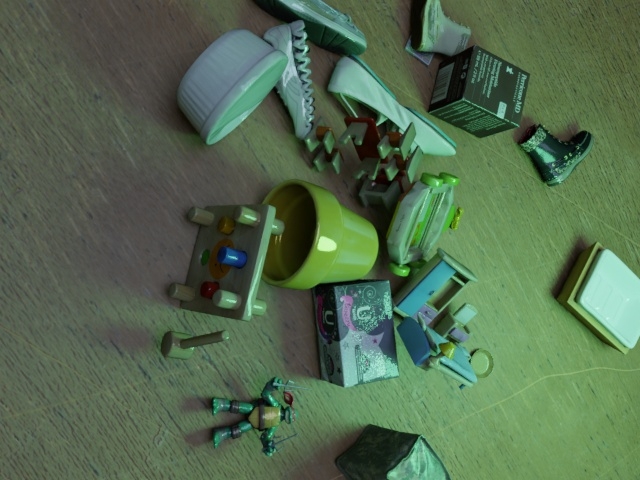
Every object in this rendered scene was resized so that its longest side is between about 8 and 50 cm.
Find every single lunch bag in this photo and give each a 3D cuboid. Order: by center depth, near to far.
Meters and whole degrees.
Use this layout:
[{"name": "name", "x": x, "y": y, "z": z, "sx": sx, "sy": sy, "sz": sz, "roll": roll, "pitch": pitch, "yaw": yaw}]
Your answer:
[{"name": "lunch bag", "x": 0.213, "y": 0.620, "z": 1.593, "sx": 0.169, "sy": 0.235, "sz": 0.287, "roll": -41, "pitch": 103, "yaw": -27}]

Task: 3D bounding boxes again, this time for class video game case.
[{"name": "video game case", "x": 0.296, "y": -0.572, "z": 1.836, "sx": 0.087, "sy": 0.011, "sz": 0.122, "roll": 30, "pitch": 74, "yaw": -20}]

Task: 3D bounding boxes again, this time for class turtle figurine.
[{"name": "turtle figurine", "x": -0.136, "y": 0.417, "z": 1.513, "sx": 0.234, "sy": 0.118, "sz": 0.175, "roll": -3, "pitch": 73, "yaw": -10}]

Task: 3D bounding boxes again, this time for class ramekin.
[{"name": "ramekin", "x": -0.209, "y": -0.356, "z": 1.459, "sx": 0.127, "sy": 0.273, "sz": 0.273, "roll": 43, "pitch": 70, "yaw": -3}]

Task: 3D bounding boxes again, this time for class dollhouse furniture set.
[{"name": "dollhouse furniture set", "x": 0.353, "y": 0.219, "z": 1.599, "sx": 0.286, "sy": 0.303, "sz": 0.198, "roll": 33, "pitch": 109, "yaw": -28}, {"name": "dollhouse furniture set", "x": 0.131, "y": -0.210, "z": 1.620, "sx": 0.135, "sy": 0.262, "sz": 0.259, "roll": -61, "pitch": 145, "yaw": -29}]

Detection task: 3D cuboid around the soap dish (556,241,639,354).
[{"name": "soap dish", "x": 0.885, "y": 0.179, "z": 1.998, "sx": 0.291, "sy": 0.118, "sz": 0.229, "roll": 39, "pitch": 72, "yaw": -17}]

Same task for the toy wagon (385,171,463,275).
[{"name": "toy wagon", "x": 0.284, "y": -0.051, "z": 1.703, "sx": 0.344, "sy": 0.068, "sz": 0.267, "roll": -12, "pitch": 125, "yaw": -58}]

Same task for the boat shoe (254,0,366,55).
[{"name": "boat shoe", "x": -0.014, "y": -0.582, "z": 1.639, "sx": 0.320, "sy": 0.118, "sz": 0.103, "roll": 26, "pitch": 79, "yaw": -14}]

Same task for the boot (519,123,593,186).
[{"name": "boot", "x": 0.727, "y": -0.303, "z": 1.977, "sx": 0.178, "sy": 0.085, "sz": 0.236, "roll": 47, "pitch": 70, "yaw": -13}]

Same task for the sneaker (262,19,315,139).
[{"name": "sneaker", "x": -0.075, "y": -0.396, "z": 1.614, "sx": 0.118, "sy": 0.110, "sz": 0.292, "roll": -7, "pitch": 96, "yaw": 0}]

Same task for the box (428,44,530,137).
[{"name": "box", "x": 0.444, "y": -0.413, "z": 1.807, "sx": 0.203, "sy": 0.167, "sz": 0.168, "roll": 18, "pitch": 79, "yaw": -23}]

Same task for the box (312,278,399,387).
[{"name": "box", "x": 0.085, "y": 0.227, "z": 1.612, "sx": 0.163, "sy": 0.142, "sz": 0.247, "roll": -5, "pitch": 88, "yaw": -25}]

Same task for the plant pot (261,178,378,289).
[{"name": "plant pot", "x": 0.000, "y": 0.000, "z": 1.546, "sx": 0.239, "sy": 0.254, "sz": 0.254, "roll": 12, "pitch": 81, "yaw": -40}]

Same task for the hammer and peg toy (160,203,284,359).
[{"name": "hammer and peg toy", "x": -0.216, "y": 0.096, "z": 1.419, "sx": 0.127, "sy": 0.266, "sz": 0.361, "roll": 21, "pitch": 76, "yaw": -41}]

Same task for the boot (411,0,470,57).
[{"name": "boot", "x": 0.345, "y": -0.625, "z": 1.814, "sx": 0.165, "sy": 0.077, "sz": 0.213, "roll": 7, "pitch": 89, "yaw": -24}]

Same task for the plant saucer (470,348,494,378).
[{"name": "plant saucer", "x": 0.461, "y": 0.354, "z": 1.847, "sx": 0.083, "sy": 0.015, "sz": 0.083, "roll": 2, "pitch": 85, "yaw": -25}]

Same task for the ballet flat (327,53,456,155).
[{"name": "ballet flat", "x": 0.181, "y": -0.324, "z": 1.717, "sx": 0.400, "sy": 0.139, "sz": 0.139, "roll": 38, "pitch": 72, "yaw": -14}]
